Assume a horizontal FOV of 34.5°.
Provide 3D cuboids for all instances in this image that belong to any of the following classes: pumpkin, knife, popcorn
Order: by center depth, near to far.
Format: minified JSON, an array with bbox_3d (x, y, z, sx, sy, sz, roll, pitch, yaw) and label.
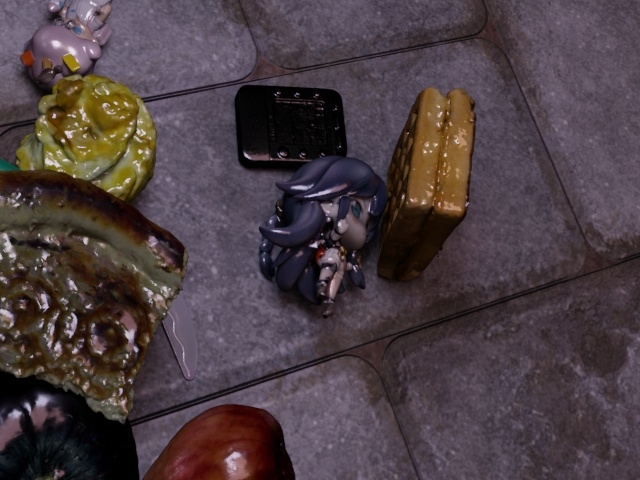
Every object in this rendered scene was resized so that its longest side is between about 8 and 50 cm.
[{"bbox_3d":[-0.385,0.301,1.347,0.315,0.238,0.315,-4,98,-35],"label":"pumpkin"},{"bbox_3d":[-0.346,-0.139,1.549,0.204,0.184,0.221,16,71,-17],"label":"popcorn"},{"bbox_3d":[-0.237,0.098,1.597,0.058,0.032,0.244,-26,87,-35],"label":"knife"}]

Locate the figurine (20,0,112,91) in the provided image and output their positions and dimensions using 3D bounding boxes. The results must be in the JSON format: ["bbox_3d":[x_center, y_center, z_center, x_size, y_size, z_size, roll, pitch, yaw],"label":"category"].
[{"bbox_3d":[-0.400,-0.314,1.635,0.137,0.112,0.229,12,58,13],"label":"figurine"}]

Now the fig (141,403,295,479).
[{"bbox_3d":[-0.140,0.358,1.441,0.224,0.224,0.263,40,78,-4],"label":"fig"}]

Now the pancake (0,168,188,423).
[{"bbox_3d":[-0.349,0.045,1.260,0.427,0.067,0.304,22,56,-32],"label":"pancake"}]

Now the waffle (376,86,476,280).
[{"bbox_3d":[0.160,-0.079,1.645,0.098,0.327,0.224,12,69,-4],"label":"waffle"}]

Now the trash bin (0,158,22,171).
[{"bbox_3d":[-0.463,0.026,1.413,0.381,0.295,0.259,26,64,-23],"label":"trash bin"}]

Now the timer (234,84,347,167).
[{"bbox_3d":[-0.051,-0.190,1.757,0.187,0.055,0.144,1,70,-17],"label":"timer"}]

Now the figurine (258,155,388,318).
[{"bbox_3d":[0.003,-0.016,1.647,0.197,0.175,0.265,33,53,12],"label":"figurine"}]
